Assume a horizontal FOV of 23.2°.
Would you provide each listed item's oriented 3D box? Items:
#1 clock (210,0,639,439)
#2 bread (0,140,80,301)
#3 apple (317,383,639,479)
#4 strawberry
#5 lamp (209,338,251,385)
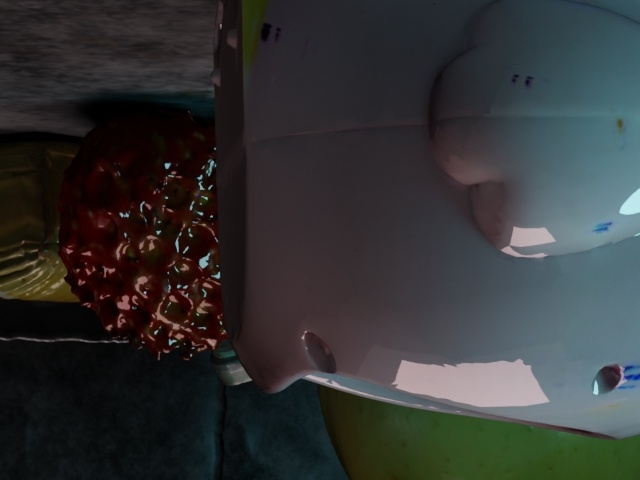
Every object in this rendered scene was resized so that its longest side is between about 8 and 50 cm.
[{"bbox_3d":[0.130,-0.019,0.847,0.377,0.250,0.368,2,175,-8],"label":"clock"},{"bbox_3d":[-0.209,-0.012,1.509,0.119,0.152,0.288,-11,169,39],"label":"bread"},{"bbox_3d":[0.221,0.191,1.864,0.474,0.473,0.473,1,174,0],"label":"apple"},{"bbox_3d":[-0.119,-0.042,1.290,0.234,0.234,0.178,0,143,6],"label":"strawberry"},{"bbox_3d":[0.022,0.053,1.764,0.267,0.047,0.269,-15,-156,16],"label":"lamp"}]
